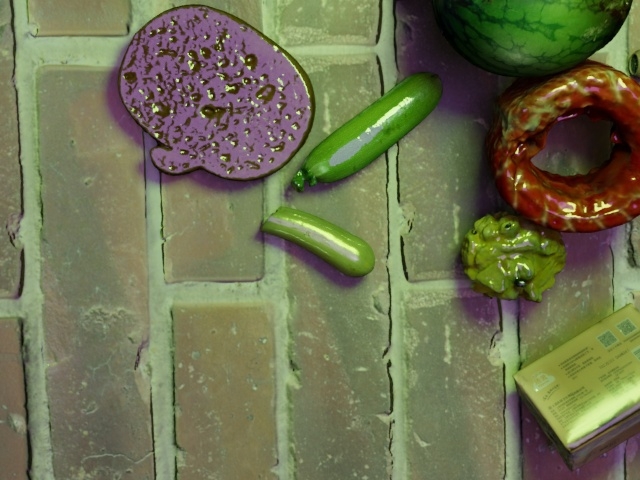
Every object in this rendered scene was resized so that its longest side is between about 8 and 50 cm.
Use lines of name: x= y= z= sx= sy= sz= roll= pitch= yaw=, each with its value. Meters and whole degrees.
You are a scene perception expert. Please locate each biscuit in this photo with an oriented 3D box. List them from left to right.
biscuit: x=-0.218 y=-0.279 z=1.728 sx=0.394 sy=0.070 sz=0.350 roll=39 pitch=91 yaw=-7

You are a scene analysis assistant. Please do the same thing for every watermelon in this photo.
watermelon: x=0.371 y=-0.456 z=1.538 sx=0.363 sy=0.363 sz=0.363 roll=0 pitch=94 yaw=-6

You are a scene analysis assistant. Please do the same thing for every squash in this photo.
squash: x=0.000 y=0.000 z=1.768 sx=0.250 sy=0.083 sz=0.083 roll=26 pitch=91 yaw=-5
squash: x=0.099 y=-0.217 z=1.753 sx=0.378 sy=0.101 sz=0.101 roll=-36 pitch=97 yaw=-6

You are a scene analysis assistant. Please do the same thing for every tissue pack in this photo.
tissue pack: x=0.596 y=0.325 z=1.814 sx=0.305 sy=0.238 sz=0.239 roll=-30 pitch=97 yaw=-4

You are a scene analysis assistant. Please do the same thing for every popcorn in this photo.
popcorn: x=0.398 y=0.039 z=1.768 sx=0.218 sy=0.169 sz=0.189 roll=11 pitch=93 yaw=-3

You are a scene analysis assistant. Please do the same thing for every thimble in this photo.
thimble: x=0.504 y=-0.191 z=1.691 sx=0.350 sy=0.230 sz=0.350 roll=2 pitch=112 yaw=4

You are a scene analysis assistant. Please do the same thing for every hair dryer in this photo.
hair dryer: x=0.720 y=-0.437 z=1.831 sx=0.117 sy=0.064 sz=0.182 roll=-2 pitch=86 yaw=-5
